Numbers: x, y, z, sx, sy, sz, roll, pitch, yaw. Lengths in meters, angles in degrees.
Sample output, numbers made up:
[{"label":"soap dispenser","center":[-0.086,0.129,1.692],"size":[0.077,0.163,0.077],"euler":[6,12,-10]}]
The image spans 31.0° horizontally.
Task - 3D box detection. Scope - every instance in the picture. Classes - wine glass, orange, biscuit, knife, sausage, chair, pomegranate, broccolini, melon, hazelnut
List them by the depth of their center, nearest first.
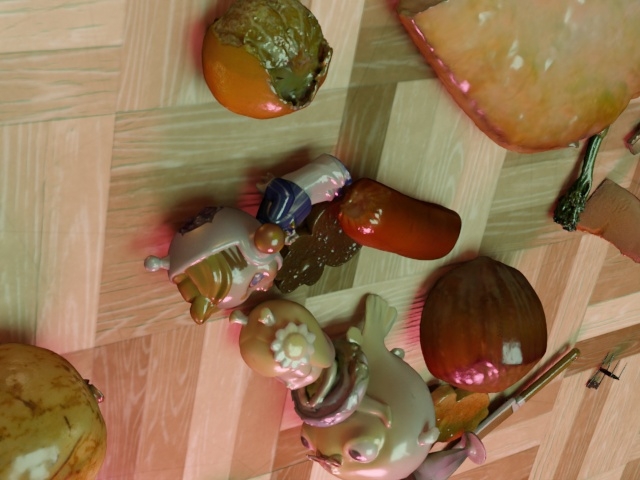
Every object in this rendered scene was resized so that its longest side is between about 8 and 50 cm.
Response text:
[{"label":"orange","center":[-0.058,-0.210,1.332],"size":[0.156,0.134,0.156],"euler":[-33,149,-24]},{"label":"pomegranate","center":[-0.355,0.223,1.368],"size":[0.215,0.215,0.215],"euler":[-22,132,-26]},{"label":"biscuit","center":[0.351,-0.329,1.603],"size":[0.429,0.104,0.446],"euler":[-47,135,-1]},{"label":"biscuit","center":[0.000,0.000,1.612],"size":[0.175,0.026,0.124],"euler":[-38,138,-14]},{"label":"sausage","center":[0.120,-0.022,1.626],"size":[0.300,0.083,0.089],"euler":[15,94,-57]},{"label":"hazelnut","center":[0.263,0.138,1.819],"size":[0.210,0.186,0.210],"euler":[-12,136,-12]},{"label":"broccolini","center":[0.438,-0.128,1.876],"size":[0.054,0.051,0.239],"euler":[9,107,-36]},{"label":"melon","center":[0.510,-0.021,1.907],"size":[0.098,0.182,0.054],"euler":[-46,138,-9]},{"label":"wine glass","center":[0.210,0.387,2.005],"size":[0.155,0.073,0.073],"euler":[-23,132,-27]},{"label":"biscuit","center":[0.209,0.306,2.005],"size":[0.225,0.036,0.166],"euler":[-12,134,-34]},{"label":"knife","center":[0.344,0.304,2.121],"size":[0.343,0.027,0.061],"euler":[-39,154,-6]},{"label":"chair","center":[0.562,0.265,2.264],"size":[0.037,0.042,0.086],"euler":[18,107,-41]}]

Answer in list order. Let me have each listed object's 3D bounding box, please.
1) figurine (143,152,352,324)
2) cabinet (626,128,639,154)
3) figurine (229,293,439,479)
[{"label":"figurine","center":[-0.079,-0.016,1.461],"size":[0.274,0.133,0.194],"euler":[-42,180,-3]},{"label":"cabinet","center":[0.733,-0.150,1.914],"size":[0.318,0.290,0.227],"euler":[-45,138,-3]},{"label":"figurine","center":[0.020,0.183,1.689],"size":[0.394,0.226,0.274],"euler":[40,60,-37]}]
